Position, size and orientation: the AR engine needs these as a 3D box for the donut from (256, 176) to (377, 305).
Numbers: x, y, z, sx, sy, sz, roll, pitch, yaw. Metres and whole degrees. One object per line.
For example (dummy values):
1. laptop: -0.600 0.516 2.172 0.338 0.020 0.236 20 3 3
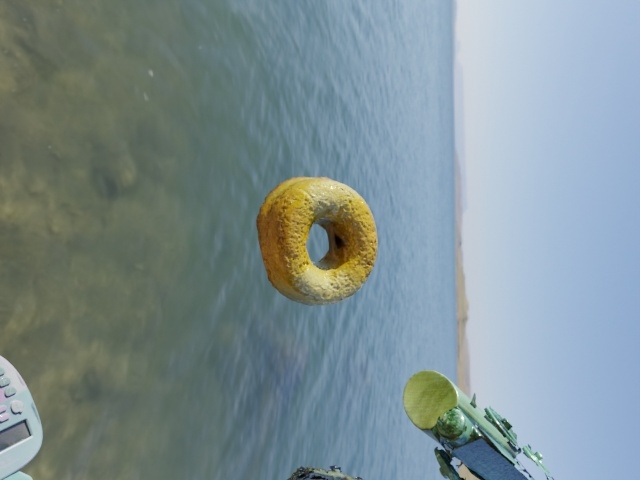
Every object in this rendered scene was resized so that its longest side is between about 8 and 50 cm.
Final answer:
1. donut: 0.002 0.000 0.711 0.075 0.174 0.190 180 -84 -67

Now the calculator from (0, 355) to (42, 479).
1. calculator: -0.628 0.351 0.956 0.186 0.041 0.298 -22 92 -59

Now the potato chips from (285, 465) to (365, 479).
1. potato chips: -0.043 0.347 0.667 0.202 0.220 0.029 60 14 -48

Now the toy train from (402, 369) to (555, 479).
1. toy train: 0.259 0.316 0.824 0.307 0.126 0.189 44 16 -36
